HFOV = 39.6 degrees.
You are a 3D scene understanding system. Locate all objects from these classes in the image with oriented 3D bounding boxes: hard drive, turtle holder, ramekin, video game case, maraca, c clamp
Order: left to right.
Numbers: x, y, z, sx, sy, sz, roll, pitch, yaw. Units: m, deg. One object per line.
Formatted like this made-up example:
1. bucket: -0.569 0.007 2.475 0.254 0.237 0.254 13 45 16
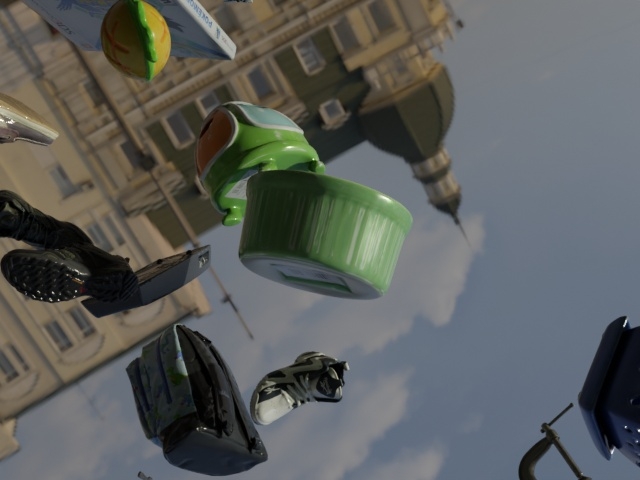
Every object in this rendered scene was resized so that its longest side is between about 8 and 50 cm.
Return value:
1. video game case: -0.351 -0.398 1.560 0.329 0.036 0.300 7 170 18
2. maraca: -0.266 -0.296 1.289 0.099 0.127 0.185 -23 -174 -17
3. hard drive: -0.338 0.082 1.781 0.172 0.054 0.254 -16 -170 29
4. turtle holder: -0.119 -0.183 1.909 0.320 0.227 0.243 -19 154 -28
5. ramekin: 0.000 0.000 1.572 0.303 0.303 0.148 -3 -112 51
6. c clamp: 0.358 0.340 1.342 0.137 0.022 0.161 -45 -148 18

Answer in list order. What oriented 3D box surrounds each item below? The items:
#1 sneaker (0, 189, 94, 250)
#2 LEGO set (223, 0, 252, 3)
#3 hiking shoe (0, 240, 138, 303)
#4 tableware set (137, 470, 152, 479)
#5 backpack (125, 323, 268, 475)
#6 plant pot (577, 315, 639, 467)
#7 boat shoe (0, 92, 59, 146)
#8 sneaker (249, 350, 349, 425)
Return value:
1. sneaker: -0.539 -0.016 1.669 0.087 0.227 0.130 -56 -177 7
2. LEGO set: -0.197 -0.505 1.597 0.093 0.087 0.227 -6 170 10
3. hiking shoe: -0.430 0.049 1.517 0.086 0.227 0.114 -68 -152 19
4. tableware set: -0.343 0.545 1.772 0.039 0.194 0.128 17 -114 16
5. backpack: -0.304 0.361 2.065 0.273 0.290 0.356 -29 -126 20
6. plant pot: 0.592 0.277 1.566 0.212 0.236 0.236 11 -120 36
7. boat shoe: -0.579 -0.210 1.538 0.103 0.285 0.092 37 -83 27
8. sneaker: -0.031 0.314 1.887 0.153 0.094 0.235 -7 -166 46
